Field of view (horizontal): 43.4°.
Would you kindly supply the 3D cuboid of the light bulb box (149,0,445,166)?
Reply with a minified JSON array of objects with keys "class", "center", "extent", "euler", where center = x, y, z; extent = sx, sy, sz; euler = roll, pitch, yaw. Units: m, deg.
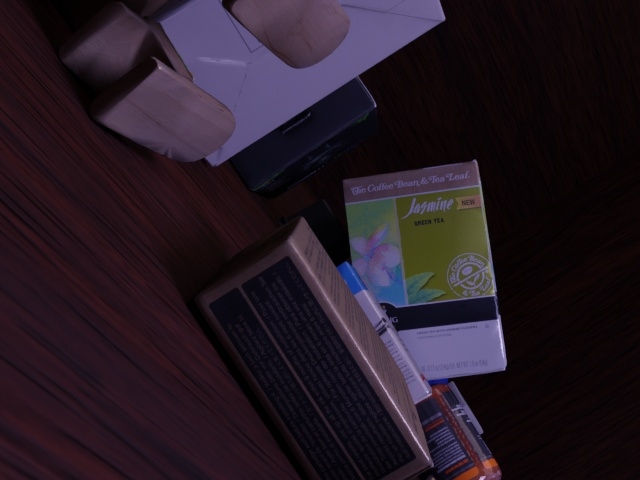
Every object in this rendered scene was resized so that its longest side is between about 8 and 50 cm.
[{"class":"light bulb box","center":[-0.097,-0.354,1.037],"extent":[0.361,0.357,0.225],"euler":[59,2,39]}]

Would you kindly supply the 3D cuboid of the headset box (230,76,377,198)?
[{"class":"headset box","center":[-0.035,-0.197,1.382],"extent":[0.131,0.246,0.283],"euler":[57,3,3]}]

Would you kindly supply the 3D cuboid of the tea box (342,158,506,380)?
[{"class":"tea box","center":[0.175,0.067,1.348],"extent":[0.329,0.219,0.324],"euler":[39,43,-78]}]

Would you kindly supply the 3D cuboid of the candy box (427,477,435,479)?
[{"class":"candy box","center":[0.133,0.324,0.752],"extent":[0.109,0.053,0.187],"euler":[56,5,-18]}]

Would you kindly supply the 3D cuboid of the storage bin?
[{"class":"storage bin","center":[0.000,0.000,1.408],"extent":[0.098,0.091,0.135],"euler":[53,6,-49]}]

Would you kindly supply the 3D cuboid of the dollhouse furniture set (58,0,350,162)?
[{"class":"dollhouse furniture set","center":[-0.068,-0.319,0.743],"extent":[0.362,0.394,0.256],"euler":[58,13,20]}]

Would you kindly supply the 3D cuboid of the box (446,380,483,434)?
[{"class":"box","center":[0.277,0.383,1.740],"extent":[0.101,0.102,0.087],"euler":[57,6,-30]}]

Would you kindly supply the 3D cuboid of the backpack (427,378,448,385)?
[{"class":"backpack","center":[0.237,0.314,1.850],"extent":[0.098,0.101,0.120],"euler":[-110,-161,-57]}]

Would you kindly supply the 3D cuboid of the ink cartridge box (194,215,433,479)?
[{"class":"ink cartridge box","center":[-0.004,0.087,0.666],"extent":[0.193,0.088,0.235],"euler":[59,3,-4]}]

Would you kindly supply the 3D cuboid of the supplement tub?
[{"class":"supplement tub","center":[0.189,0.313,1.161],"extent":[0.198,0.106,0.106],"euler":[60,4,25]}]

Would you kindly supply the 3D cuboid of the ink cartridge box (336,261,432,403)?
[{"class":"ink cartridge box","center":[0.063,0.140,1.095],"extent":[0.203,0.085,0.148],"euler":[59,3,12]}]
